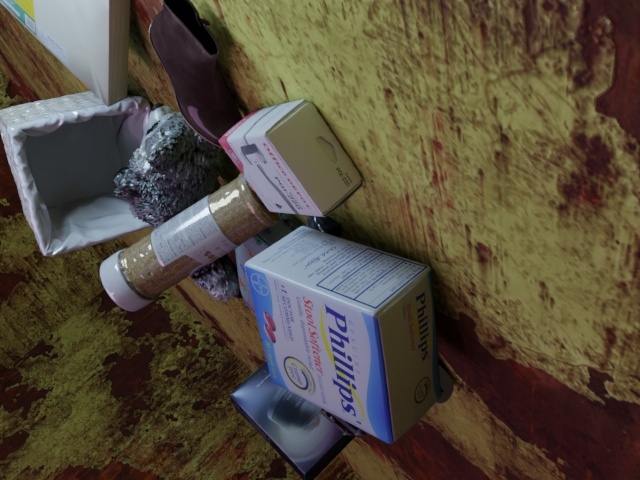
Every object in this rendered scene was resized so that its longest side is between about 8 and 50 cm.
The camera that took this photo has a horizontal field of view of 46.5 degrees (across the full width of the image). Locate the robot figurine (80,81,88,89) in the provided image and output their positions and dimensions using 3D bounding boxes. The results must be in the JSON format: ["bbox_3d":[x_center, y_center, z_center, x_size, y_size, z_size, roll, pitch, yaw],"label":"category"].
[{"bbox_3d":[-0.572,-0.466,1.713,0.291,0.085,0.211,57,162,-25],"label":"robot figurine"}]

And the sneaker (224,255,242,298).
[{"bbox_3d":[-0.317,0.096,2.328,0.234,0.084,0.097,52,164,-11],"label":"sneaker"}]

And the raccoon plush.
[{"bbox_3d":[-0.234,-0.079,1.558,0.446,0.216,0.299,50,158,-18],"label":"raccoon plush"}]

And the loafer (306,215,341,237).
[{"bbox_3d":[0.000,0.000,1.382,0.061,0.062,0.170,51,156,21],"label":"loafer"}]

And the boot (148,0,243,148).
[{"bbox_3d":[-0.190,-0.263,1.201,0.248,0.090,0.207,54,165,-8],"label":"boot"}]

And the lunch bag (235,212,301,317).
[{"bbox_3d":[-0.094,0.062,1.567,0.224,0.108,0.279,44,146,39],"label":"lunch bag"}]

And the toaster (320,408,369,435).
[{"bbox_3d":[0.109,0.368,1.742,0.110,0.186,0.168,47,156,-3],"label":"toaster"}]

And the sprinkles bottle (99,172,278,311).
[{"bbox_3d":[-0.256,0.004,1.448,0.121,0.356,0.121,54,-166,-20],"label":"sprinkles bottle"}]

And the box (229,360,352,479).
[{"bbox_3d":[-0.034,0.442,2.031,0.294,0.296,0.182,42,162,19],"label":"box"}]

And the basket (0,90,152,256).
[{"bbox_3d":[-0.579,-0.186,1.827,0.266,0.332,0.328,35,137,53],"label":"basket"}]

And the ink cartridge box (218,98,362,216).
[{"bbox_3d":[-0.051,-0.125,1.164,0.158,0.092,0.218,54,160,-19],"label":"ink cartridge box"}]

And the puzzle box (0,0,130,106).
[{"bbox_3d":[-0.525,-0.489,1.470,0.409,0.052,0.272,43,146,15],"label":"puzzle box"}]

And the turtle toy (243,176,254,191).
[{"bbox_3d":[-0.098,-0.119,1.334,0.095,0.066,0.130,48,163,0],"label":"turtle toy"}]

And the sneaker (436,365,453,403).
[{"bbox_3d":[0.148,0.211,1.408,0.258,0.094,0.091,54,160,-20],"label":"sneaker"}]

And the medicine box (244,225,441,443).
[{"bbox_3d":[0.040,0.149,1.247,0.289,0.149,0.263,19,130,40],"label":"medicine box"}]
